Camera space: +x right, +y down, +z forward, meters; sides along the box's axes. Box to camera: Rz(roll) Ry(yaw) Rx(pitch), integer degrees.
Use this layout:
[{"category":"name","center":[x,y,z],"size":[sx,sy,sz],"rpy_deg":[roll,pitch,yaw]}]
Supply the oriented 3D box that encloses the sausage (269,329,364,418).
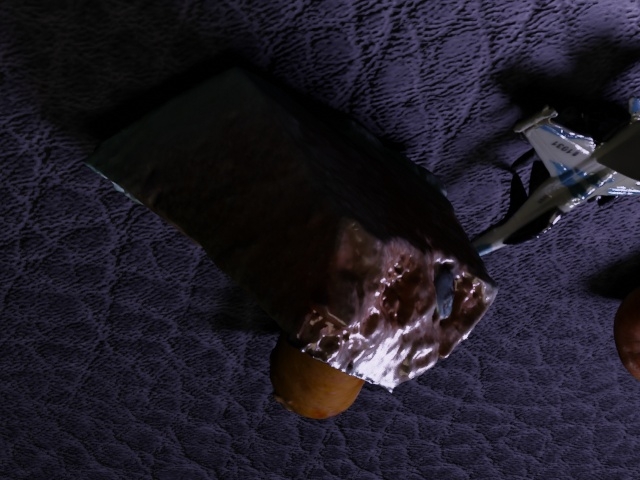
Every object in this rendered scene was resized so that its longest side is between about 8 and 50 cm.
[{"category":"sausage","center":[0.037,0.071,1.579],"size":[0.109,0.109,0.270],"rpy_deg":[6,149,-28]}]

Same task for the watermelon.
[{"category":"watermelon","center":[0.004,-0.015,1.315],"size":[0.264,0.302,0.151],"rpy_deg":[30,95,-50]}]

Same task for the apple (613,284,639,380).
[{"category":"apple","center":[0.352,0.087,1.703],"size":[0.126,0.126,0.102],"rpy_deg":[-31,179,35]}]

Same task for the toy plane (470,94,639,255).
[{"category":"toy plane","center":[0.202,-0.052,1.431],"size":[0.192,0.088,0.262],"rpy_deg":[20,150,-35]}]
